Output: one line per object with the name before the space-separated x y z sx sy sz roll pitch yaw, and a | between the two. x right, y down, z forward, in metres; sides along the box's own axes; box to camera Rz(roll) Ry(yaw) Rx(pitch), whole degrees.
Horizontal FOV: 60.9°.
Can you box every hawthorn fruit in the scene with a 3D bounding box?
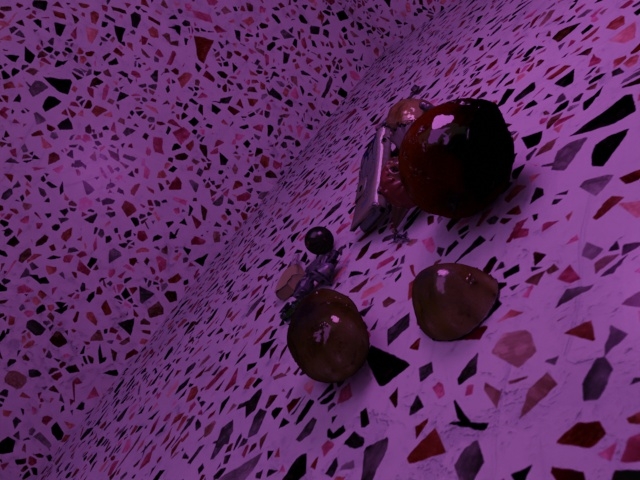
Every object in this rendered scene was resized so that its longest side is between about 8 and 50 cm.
hawthorn fruit | 0.337 -0.205 1.338 0.316 0.316 0.316 -41 18 17

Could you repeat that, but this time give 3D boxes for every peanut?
peanut | 0.344 -0.454 2.024 0.340 0.174 0.158 -132 63 -76

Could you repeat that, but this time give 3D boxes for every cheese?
cheese | -0.104 0.117 2.038 0.127 0.050 0.255 -39 19 23

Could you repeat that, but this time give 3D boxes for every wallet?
wallet | 0.173 -0.195 1.804 0.223 0.077 0.310 121 159 -61

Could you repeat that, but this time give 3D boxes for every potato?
potato | 0.016 0.229 1.305 0.210 0.173 0.307 -45 14 -3
potato | 0.252 0.106 1.126 0.182 0.117 0.202 -53 19 -9

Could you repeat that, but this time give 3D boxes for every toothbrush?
toothbrush | 0.371 -0.640 2.643 0.297 0.030 0.030 -47 -9 3

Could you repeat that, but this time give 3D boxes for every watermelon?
watermelon | 0.000 0.000 1.961 0.105 0.105 0.133 -52 17 -17

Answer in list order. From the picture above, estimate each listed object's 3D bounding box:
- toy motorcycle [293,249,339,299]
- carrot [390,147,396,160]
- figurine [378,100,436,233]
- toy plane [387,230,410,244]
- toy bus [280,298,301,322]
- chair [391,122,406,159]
toy motorcycle | -0.013 0.122 1.780 0.215 0.080 0.122 -45 14 24
carrot | 0.261 -0.292 2.076 0.336 0.069 0.069 -35 20 42
figurine | 0.258 -0.203 1.575 0.387 0.207 0.166 -67 -8 19
toy plane | 0.230 -0.007 1.573 0.077 0.024 0.084 -34 11 -24
toy bus | -0.096 0.231 1.790 0.083 0.037 0.031 -45 18 10
chair | 0.301 -0.320 1.862 0.213 0.174 0.149 -106 31 -72
